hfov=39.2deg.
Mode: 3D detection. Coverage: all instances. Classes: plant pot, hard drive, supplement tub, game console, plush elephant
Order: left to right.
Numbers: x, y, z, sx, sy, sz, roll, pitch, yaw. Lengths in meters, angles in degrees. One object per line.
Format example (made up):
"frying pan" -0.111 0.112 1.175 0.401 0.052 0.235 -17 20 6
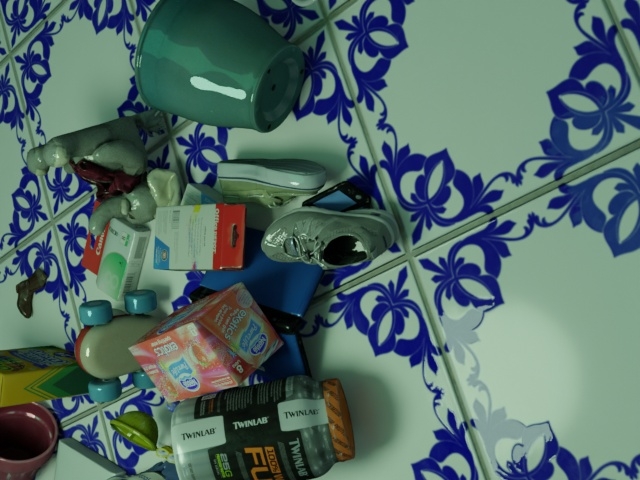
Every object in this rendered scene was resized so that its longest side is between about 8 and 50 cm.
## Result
"plant pot" -0.789 0.541 2.317 0.201 0.201 0.180 47 133 29
"hard drive" -0.593 0.700 2.238 0.233 0.047 0.353 16 101 38
"plush elephant" -0.455 -0.131 1.997 0.271 0.330 0.256 -5 106 56
"plant pot" -0.180 -0.342 1.774 0.255 0.271 0.272 25 106 21
"supplement tub" -0.104 0.363 1.680 0.315 0.193 0.194 -14 80 6
"game console" -0.107 0.135 1.853 0.293 0.173 0.250 14 130 39
"game console" 0.038 -0.043 1.707 0.122 0.107 0.071 -25 46 36

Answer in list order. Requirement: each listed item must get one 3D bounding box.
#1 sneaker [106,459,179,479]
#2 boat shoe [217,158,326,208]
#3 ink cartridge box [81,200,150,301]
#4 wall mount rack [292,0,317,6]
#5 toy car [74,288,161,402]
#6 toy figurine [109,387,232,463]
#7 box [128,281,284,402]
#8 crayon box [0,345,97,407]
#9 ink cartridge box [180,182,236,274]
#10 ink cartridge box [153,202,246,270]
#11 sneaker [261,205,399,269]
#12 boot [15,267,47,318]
"sneaker" -0.462 0.600 2.017 0.315 0.182 0.128 -31 82 28
"boat shoe" -0.096 -0.112 1.807 0.302 0.109 0.094 10 110 48
"ink cartridge box" -0.514 0.021 2.167 0.224 0.056 0.181 26 106 34
"wall mount rack" 0.055 -0.603 1.658 0.304 0.130 0.350 8 95 42
"toy car" -0.492 0.223 2.070 0.238 0.210 0.219 11 109 51
"toy figurine" -0.254 0.387 1.936 0.362 0.191 0.217 15 72 36
"box" -0.232 0.210 1.781 0.300 0.142 0.154 -23 104 52
"crayon box" -0.726 0.325 2.165 0.203 0.322 0.083 11 98 38
"ink cartridge box" -0.265 -0.021 1.955 0.104 0.061 0.181 33 110 33
"ink cartridge box" -0.229 -0.004 1.837 0.230 0.078 0.134 -1 84 32
"sneaker" 0.000 0.000 1.671 0.281 0.115 0.105 -8 116 31
"boot" -0.760 0.139 2.379 0.114 0.037 0.107 -29 75 31
